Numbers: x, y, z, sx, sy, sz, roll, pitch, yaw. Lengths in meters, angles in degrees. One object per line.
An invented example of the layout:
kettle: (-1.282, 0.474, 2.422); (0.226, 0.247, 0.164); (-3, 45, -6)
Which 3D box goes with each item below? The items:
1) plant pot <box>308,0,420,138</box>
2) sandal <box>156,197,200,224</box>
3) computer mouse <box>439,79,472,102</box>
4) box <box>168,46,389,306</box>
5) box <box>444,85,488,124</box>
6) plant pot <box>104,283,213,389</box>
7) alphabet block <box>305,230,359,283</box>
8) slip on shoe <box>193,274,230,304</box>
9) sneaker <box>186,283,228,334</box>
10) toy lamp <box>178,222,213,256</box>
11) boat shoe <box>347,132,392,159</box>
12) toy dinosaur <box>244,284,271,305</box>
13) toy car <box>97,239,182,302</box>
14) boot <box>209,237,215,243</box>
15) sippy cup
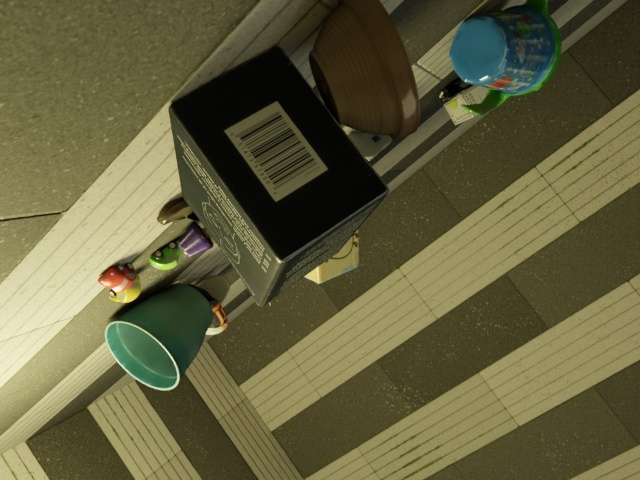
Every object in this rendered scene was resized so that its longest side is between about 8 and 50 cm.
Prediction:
plant pot: (0.053, -0.257, 0.908); (0.110, 0.237, 0.237); (-24, 173, -3)
sandal: (-0.257, -0.072, 1.285); (0.219, 0.060, 0.090); (-29, 170, -49)
computer mouse: (0.519, -0.562, 1.923); (0.188, 0.072, 0.272); (-34, -174, -38)
box: (-0.092, -0.084, 1.043); (0.212, 0.293, 0.395); (-34, 174, -18)
box: (0.581, -0.511, 1.977); (0.290, 0.087, 0.169); (-32, -175, -3)
plant pot: (-0.479, 0.279, 1.826); (0.272, 0.272, 0.255); (-43, -174, 43)
alphabet block: (0.000, 0.000, 1.940); (0.192, 0.197, 0.193); (-22, -151, -36)
slip on shoe: (-0.458, 0.226, 2.193); (0.331, 0.123, 0.101); (-41, -164, 28)
sneaker: (-0.494, 0.243, 2.071); (0.321, 0.180, 0.124); (-8, -147, 13)
toy lamp: (-0.231, -0.058, 1.451); (0.275, 0.080, 0.080); (-36, 174, -2)
boat shoe: (0.124, -0.275, 1.753); (0.088, 0.096, 0.267); (-47, 177, 35)
toy dinosaur: (-0.183, 0.072, 2.086); (0.200, 0.127, 0.295); (129, -26, -56)
toy car: (-0.430, 0.076, 1.455); (0.225, 0.053, 0.239); (-34, 173, -20)
boot: (-0.285, -0.023, 1.605); (0.087, 0.042, 0.118); (-46, 172, 20)
sippy cup: (0.458, -0.487, 1.498); (0.224, 0.305, 0.240); (-15, -171, -43)
